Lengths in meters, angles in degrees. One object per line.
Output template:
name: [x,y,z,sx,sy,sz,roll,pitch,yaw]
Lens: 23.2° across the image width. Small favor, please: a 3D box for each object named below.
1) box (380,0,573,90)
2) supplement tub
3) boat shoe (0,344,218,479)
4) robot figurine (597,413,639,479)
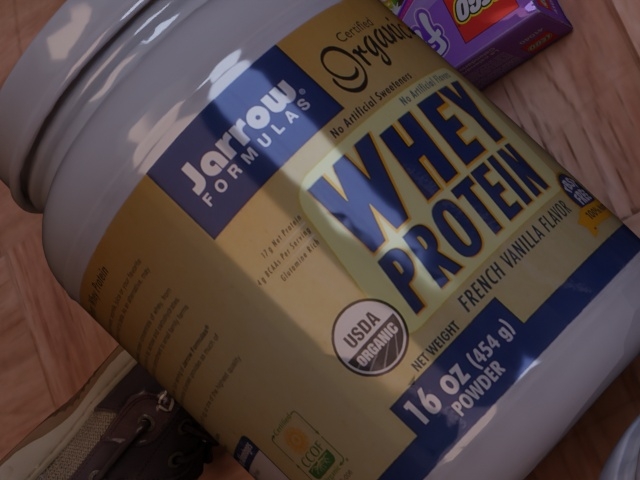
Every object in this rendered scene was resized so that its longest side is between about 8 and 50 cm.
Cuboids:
box: [-0.012,-0.141,0.983,0.293,0.057,0.201,-33,70,25]
supplement tub: [0.000,0.000,0.820,0.316,0.228,0.228,43,109,9]
boat shoe: [-0.108,0.119,1.000,0.285,0.103,0.092,-43,77,19]
robot figurine: [0.251,0.114,0.674,0.200,0.300,0.353,33,137,-5]
